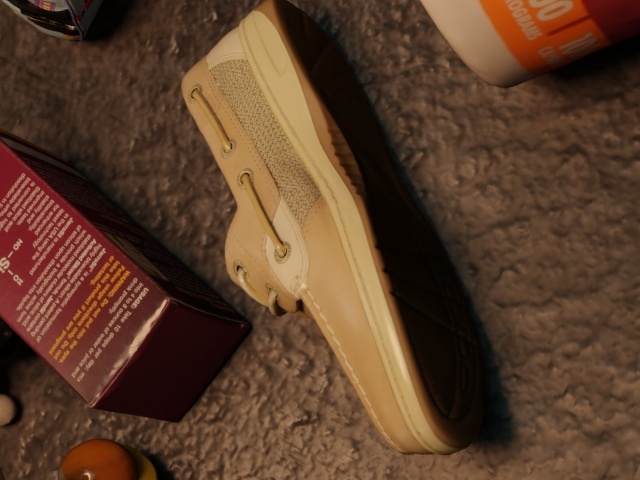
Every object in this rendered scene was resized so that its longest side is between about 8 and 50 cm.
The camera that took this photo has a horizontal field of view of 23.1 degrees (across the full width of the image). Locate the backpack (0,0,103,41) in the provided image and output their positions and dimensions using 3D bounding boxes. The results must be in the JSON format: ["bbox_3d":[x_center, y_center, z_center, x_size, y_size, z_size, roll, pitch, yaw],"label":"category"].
[{"bbox_3d":[-0.189,-0.219,1.005,0.117,0.158,0.173,-42,78,-10],"label":"backpack"}]

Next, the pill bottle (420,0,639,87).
[{"bbox_3d":[0.223,-0.249,0.788,0.392,0.224,0.224,-22,70,18],"label":"pill bottle"}]

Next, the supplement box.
[{"bbox_3d":[-0.149,0.020,0.955,0.188,0.104,0.081,40,96,26],"label":"supplement box"}]

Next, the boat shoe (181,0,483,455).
[{"bbox_3d":[0.000,0.000,0.897,0.098,0.109,0.302,-34,61,19],"label":"boat shoe"}]

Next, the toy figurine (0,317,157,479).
[{"bbox_3d":[-0.225,0.120,0.907,0.213,0.209,0.148,47,110,25],"label":"toy figurine"}]
